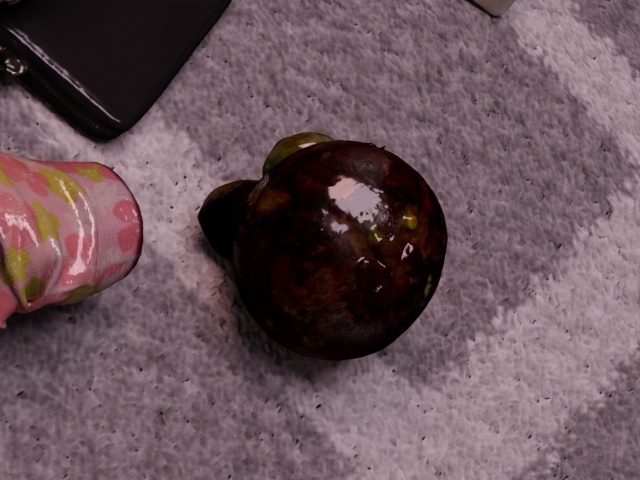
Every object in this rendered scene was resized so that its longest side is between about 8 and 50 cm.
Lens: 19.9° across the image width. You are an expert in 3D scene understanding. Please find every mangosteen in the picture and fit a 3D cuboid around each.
[{"bbox_3d":[0.001,0.003,1.345,0.184,0.172,0.172,14,23,36],"label":"mangosteen"}]

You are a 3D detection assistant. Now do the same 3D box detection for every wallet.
[{"bbox_3d":[-0.163,-0.184,1.431,0.149,0.044,0.250,39,46,-10],"label":"wallet"}]

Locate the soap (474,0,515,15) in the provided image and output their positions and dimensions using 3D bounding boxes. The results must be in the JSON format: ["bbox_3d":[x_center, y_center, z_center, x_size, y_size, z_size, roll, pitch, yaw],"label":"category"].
[{"bbox_3d":[0.158,-0.310,1.710,0.121,0.064,0.183,33,47,-9],"label":"soap"}]

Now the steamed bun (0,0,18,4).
[{"bbox_3d":[-0.294,-0.279,1.330,0.273,0.166,0.232,35,59,1],"label":"steamed bun"}]

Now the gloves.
[{"bbox_3d":[-0.244,-0.001,1.203,0.241,0.126,0.145,-8,70,-45],"label":"gloves"}]
